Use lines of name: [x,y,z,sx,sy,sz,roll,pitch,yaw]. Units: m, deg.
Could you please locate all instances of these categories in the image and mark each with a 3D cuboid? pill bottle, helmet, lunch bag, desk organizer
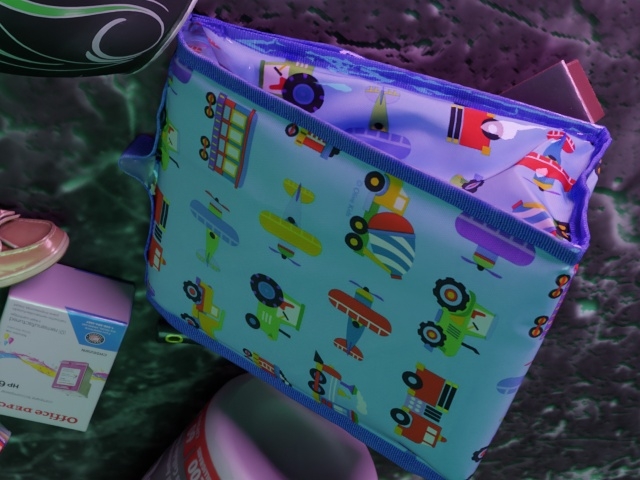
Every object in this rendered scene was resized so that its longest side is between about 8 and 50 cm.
pill bottle: [-0.094,0.257,0.747,0.161,0.161,0.283,28,118,-24]
helmet: [-0.147,-0.167,0.434,0.161,0.169,0.169,15,125,-36]
lunch bag: [0.000,0.000,0.572,0.293,0.138,0.221,21,130,9]
desk organizer: [0.120,-0.072,0.597,0.130,0.050,0.047,-26,92,31]

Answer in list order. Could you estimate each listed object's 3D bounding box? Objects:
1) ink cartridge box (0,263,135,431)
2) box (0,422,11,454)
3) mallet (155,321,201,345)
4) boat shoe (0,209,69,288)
ink cartridge box: [-0.203,0.082,0.676,0.088,0.052,0.122,16,124,-17]
box: [-0.330,0.146,0.705,0.137,0.027,0.094,-15,128,23]
mallet: [-0.036,0.090,0.714,0.189,0.039,0.062,1,128,-1]
boat shoe: [-0.253,0.001,0.612,0.152,0.056,0.048,-3,126,7]
